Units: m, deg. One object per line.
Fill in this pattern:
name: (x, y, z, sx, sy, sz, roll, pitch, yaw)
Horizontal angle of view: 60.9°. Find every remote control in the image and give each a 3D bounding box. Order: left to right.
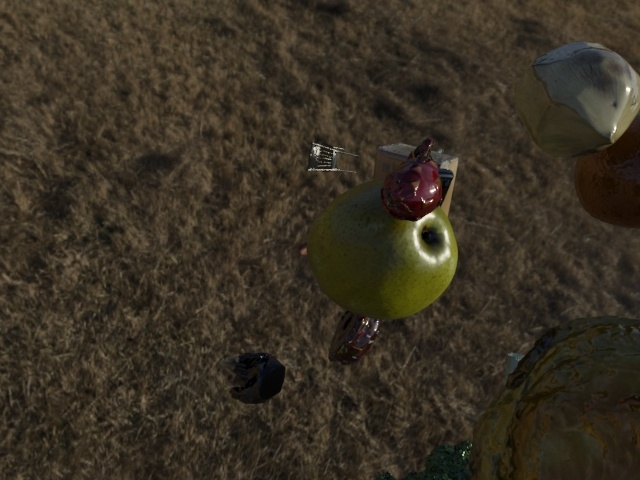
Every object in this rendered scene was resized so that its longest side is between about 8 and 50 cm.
remote control: (0.227, -0.056, 1.156, 0.059, 0.212, 0.028, -3, 36, -23)

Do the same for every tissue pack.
tissue pack: (0.287, -0.123, 1.642, 0.238, 0.306, 0.238, 5, 21, -2)

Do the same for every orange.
orange: (0.668, -0.150, 1.128, 0.264, 0.264, 0.264, 10, 43, -10)

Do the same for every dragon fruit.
dragon fruit: (0.157, -0.096, 0.859, 0.094, 0.094, 0.190, 28, 46, 10)

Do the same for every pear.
pear: (0.119, 0.017, 1.033, 0.294, 0.294, 0.294, 10, 43, -10)

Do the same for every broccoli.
broccoli: (0.288, 0.704, 1.342, 0.320, 0.414, 0.310, -3, 11, -20)

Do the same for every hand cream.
hand cream: (0.541, 0.421, 1.524, 0.049, 0.205, 0.078, 2, 2, -41)

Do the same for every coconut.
coconut: (0.475, -0.253, 0.995, 0.224, 0.224, 0.224, 10, 43, -10)

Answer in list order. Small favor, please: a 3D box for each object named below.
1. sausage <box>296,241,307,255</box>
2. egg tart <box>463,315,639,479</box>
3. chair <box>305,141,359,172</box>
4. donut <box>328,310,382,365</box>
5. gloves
sausage: (0.000, 0.000, 1.489, 0.147, 0.035, 0.030, -27, 31, -19)
egg tart: (0.348, 0.242, 0.626, 0.351, 0.340, 0.153, 11, -8, 34)
chair: (0.006, -0.108, 0.708, 0.086, 0.037, 0.042, 1, 16, -43)
donut: (0.109, 0.274, 1.651, 0.089, 0.235, 0.235, 32, 42, -5)
gloves: (-0.206, 0.385, 1.561, 0.124, 0.164, 0.203, 35, -12, -36)
